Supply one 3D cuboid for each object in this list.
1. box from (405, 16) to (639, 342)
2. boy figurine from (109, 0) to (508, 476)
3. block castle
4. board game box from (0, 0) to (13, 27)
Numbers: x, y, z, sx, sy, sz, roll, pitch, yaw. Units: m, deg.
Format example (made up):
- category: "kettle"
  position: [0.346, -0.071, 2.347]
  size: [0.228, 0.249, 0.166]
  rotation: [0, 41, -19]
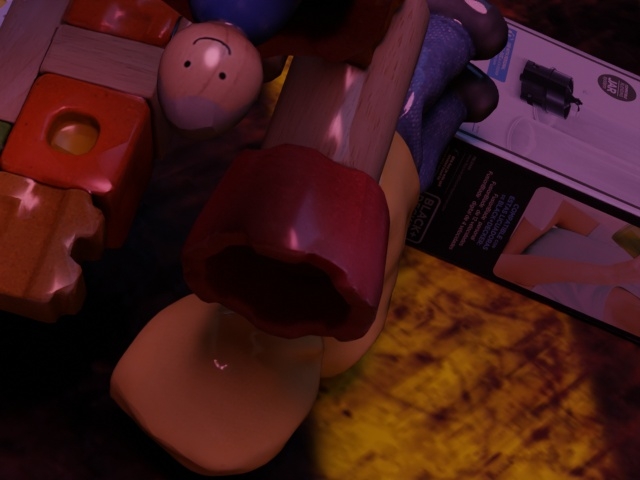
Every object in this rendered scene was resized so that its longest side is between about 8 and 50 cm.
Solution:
- category: "box"
  position: [0.199, -0.024, 0.994]
  size: [0.290, 0.087, 0.169]
  rotation: [24, 36, -1]
- category: "boy figurine"
  position: [0.000, 0.000, 0.799]
  size: [0.092, 0.177, 0.285]
  rotation: [26, 63, 15]
- category: "block castle"
  position: [-0.183, -0.110, 0.606]
  size: [0.453, 0.303, 0.213]
  rotation: [14, 63, 8]
- category: "board game box"
  position: [-0.278, -0.169, 0.917]
  size: [0.318, 0.066, 0.318]
  rotation: [28, 36, 5]
